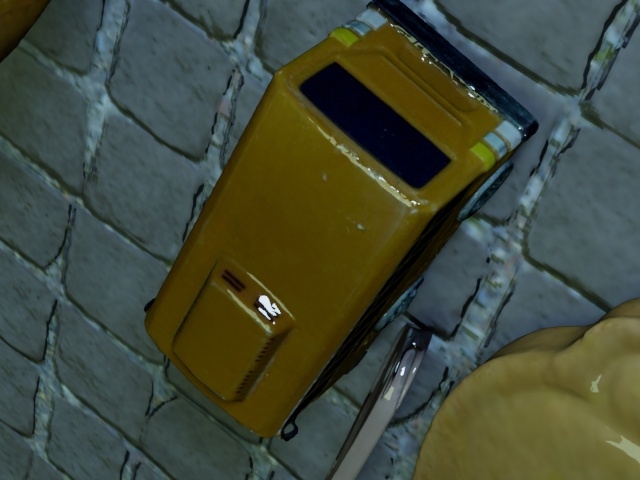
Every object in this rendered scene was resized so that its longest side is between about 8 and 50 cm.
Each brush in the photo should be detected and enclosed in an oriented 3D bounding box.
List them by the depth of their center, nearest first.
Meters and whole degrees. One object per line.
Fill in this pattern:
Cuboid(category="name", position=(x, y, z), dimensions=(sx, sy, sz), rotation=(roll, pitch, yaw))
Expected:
Cuboid(category="brush", position=(0.018, 0.157, 0.818), dimensions=(0.067, 0.072, 0.312), rotation=(22, 131, -2))

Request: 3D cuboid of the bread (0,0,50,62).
Cuboid(category="bread", position=(-0.205, -0.232, 0.652), dimensions=(0.194, 0.179, 0.340), rotation=(11, 126, 39))

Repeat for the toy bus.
Cuboid(category="toy bus", position=(0.000, 0.000, 0.676), dimensions=(0.098, 0.114, 0.201), rotation=(42, 136, 9))

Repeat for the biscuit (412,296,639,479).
Cuboid(category="biscuit", position=(0.191, 0.174, 0.673), dimensions=(0.351, 0.057, 0.312), rotation=(18, 129, 32))
